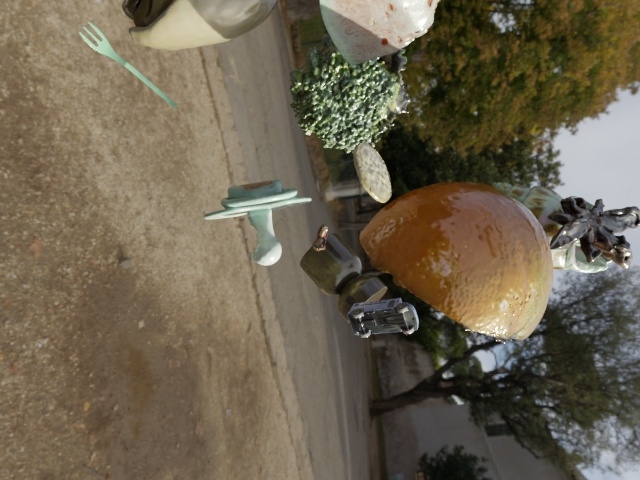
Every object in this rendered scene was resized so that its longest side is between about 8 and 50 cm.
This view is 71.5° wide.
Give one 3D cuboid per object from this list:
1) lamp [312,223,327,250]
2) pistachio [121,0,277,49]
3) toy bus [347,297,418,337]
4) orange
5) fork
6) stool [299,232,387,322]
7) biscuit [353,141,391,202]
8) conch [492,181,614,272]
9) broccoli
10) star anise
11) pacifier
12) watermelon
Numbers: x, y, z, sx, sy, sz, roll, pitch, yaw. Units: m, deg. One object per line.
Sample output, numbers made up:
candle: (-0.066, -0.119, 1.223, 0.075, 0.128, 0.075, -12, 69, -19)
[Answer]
lamp: (0.000, 0.000, 1.034, 0.083, 0.031, 0.063, 117, -8, -77)
pistachio: (-0.174, -0.356, 0.654, 0.153, 0.238, 0.137, 79, -4, -72)
toy bus: (0.156, 0.184, 1.094, 0.076, 0.168, 0.073, -54, 129, -59)
orange: (0.218, 0.036, 0.683, 0.310, 0.275, 0.274, 59, 20, -45)
fork: (-0.411, -0.369, 0.969, 0.021, 0.039, 0.235, 27, -10, 47)
stool: (0.076, 0.126, 1.532, 0.264, 0.179, 0.179, 48, -6, 18)
biscuit: (0.120, -0.154, 1.003, 0.152, 0.020, 0.152, 32, 47, -42)
conch: (0.676, -0.048, 1.322, 0.368, 0.249, 0.197, 53, -8, -7)
broccoli: (0.087, -0.422, 1.225, 0.334, 0.324, 0.271, 30, 51, -30)
star anise: (0.720, -0.034, 1.161, 0.110, 0.258, 0.198, 105, -1, -65)
pacifier: (-0.186, -0.054, 1.405, 0.288, 0.344, 0.268, 175, -98, -85)
watermelon: (0.112, -0.382, 0.522, 0.188, 0.322, 0.175, 37, 30, -42)
